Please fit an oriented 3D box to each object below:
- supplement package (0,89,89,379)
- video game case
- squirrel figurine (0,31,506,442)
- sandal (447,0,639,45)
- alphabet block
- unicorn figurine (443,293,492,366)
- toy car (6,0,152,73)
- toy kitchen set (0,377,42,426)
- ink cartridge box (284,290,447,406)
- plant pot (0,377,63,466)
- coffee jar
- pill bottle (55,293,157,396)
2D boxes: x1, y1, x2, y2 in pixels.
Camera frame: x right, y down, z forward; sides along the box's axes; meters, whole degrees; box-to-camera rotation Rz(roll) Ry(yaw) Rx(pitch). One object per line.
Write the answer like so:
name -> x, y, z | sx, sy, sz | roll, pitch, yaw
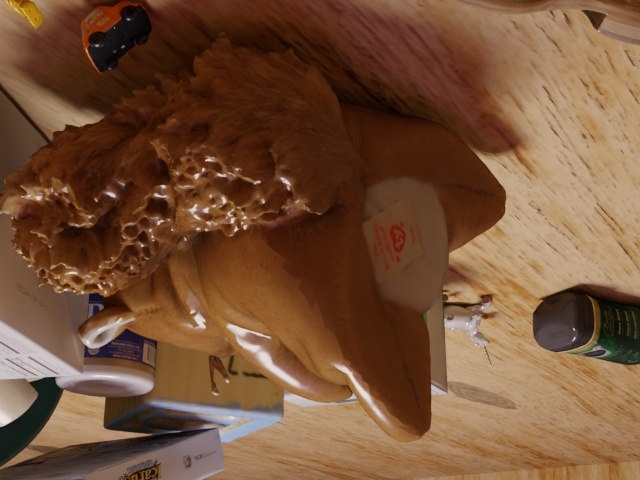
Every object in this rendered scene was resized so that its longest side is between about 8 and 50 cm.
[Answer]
supplement package -> -0.331, 0.002, 0.923 | 0.145, 0.204, 0.262 | -4, 158, 8
video game case -> -0.297, 0.299, 1.215 | 0.270, 0.061, 0.244 | -13, 177, 31
squirrel figurine -> -0.094, -0.008, 0.907 | 0.370, 0.281, 0.397 | -5, 146, 41
sandal -> 0.147, -0.193, 0.638 | 0.240, 0.088, 0.079 | 5, 127, -30
alphabet block -> -0.165, 0.146, 1.291 | 0.192, 0.197, 0.193 | 13, 155, -27
unicorn figurine -> 0.200, 0.115, 1.405 | 0.162, 0.060, 0.111 | 21, 156, -6
toy car -> -0.175, -0.169, 0.710 | 0.040, 0.060, 0.122 | 39, -177, 26
toy kitchen set -> -0.400, 0.103, 1.112 | 0.166, 0.207, 0.122 | -15, 127, 19
ink cartridge box -> 0.054, 0.132, 1.307 | 0.212, 0.154, 0.093 | -10, 157, 22
plant pot -> -0.487, 0.132, 1.214 | 0.195, 0.290, 0.290 | 15, 174, 46
coffee jar -> 0.392, 0.125, 1.383 | 0.184, 0.079, 0.096 | 12, 158, -30
pill bottle -> -0.243, 0.080, 1.139 | 0.112, 0.186, 0.112 | 0, 158, 0
